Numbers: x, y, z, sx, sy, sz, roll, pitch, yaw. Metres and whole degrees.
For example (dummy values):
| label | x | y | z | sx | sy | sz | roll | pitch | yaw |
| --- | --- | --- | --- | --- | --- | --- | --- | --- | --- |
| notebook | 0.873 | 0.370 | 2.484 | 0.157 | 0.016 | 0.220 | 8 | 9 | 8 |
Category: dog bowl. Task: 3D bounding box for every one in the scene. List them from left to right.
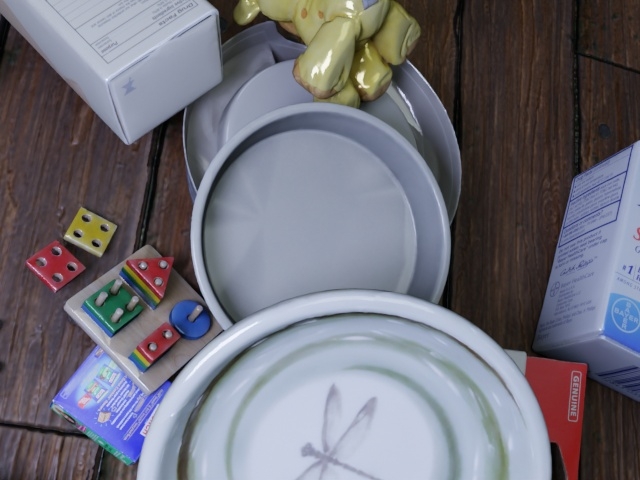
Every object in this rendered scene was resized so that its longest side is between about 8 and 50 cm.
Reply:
| label | x | y | z | sx | sy | sz | roll | pitch | yaw |
| --- | --- | --- | --- | --- | --- | --- | --- | --- | --- |
| dog bowl | -0.005 | -0.095 | 1.045 | 0.348 | 0.102 | 0.349 | 6 | 72 | -19 |

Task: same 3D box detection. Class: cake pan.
| label | x | y | z | sx | sy | sz | roll | pitch | yaw |
| --- | --- | --- | --- | --- | --- | --- | --- | --- | --- |
| cake pan | 0.000 | 0.000 | 0.922 | 0.293 | 0.054 | 0.293 | 2 | 84 | -20 |

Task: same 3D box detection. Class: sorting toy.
| label | x | y | z | sx | sy | sz | roll | pitch | yaw |
| --- | --- | --- | --- | --- | --- | --- | --- | --- | --- |
| sorting toy | -0.188 | 0.069 | 0.927 | 0.274 | 0.046 | 0.132 | 46 | 45 | 3 |

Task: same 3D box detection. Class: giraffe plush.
| label | x | y | z | sx | sy | sz | roll | pitch | yaw |
| --- | --- | --- | --- | --- | --- | --- | --- | --- | --- |
| giraffe plush | -0.005 | -0.260 | 0.965 | 0.170 | 0.210 | 0.181 | 35 | 64 | 25 |

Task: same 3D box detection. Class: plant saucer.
| label | x | y | z | sx | sy | sz | roll | pitch | yaw |
| --- | --- | --- | --- | --- | --- | --- | --- | --- | --- |
| plant saucer | 0.023 | 0.230 | 0.849 | 0.400 | 0.100 | 0.401 | -1 | 104 | -6 |

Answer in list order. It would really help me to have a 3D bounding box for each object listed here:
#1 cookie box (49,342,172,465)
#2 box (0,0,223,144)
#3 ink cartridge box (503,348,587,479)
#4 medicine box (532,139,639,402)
| label | x | y | z | sx | sy | sz | roll | pitch | yaw |
| --- | --- | --- | --- | --- | --- | --- | --- | --- | --- |
| cookie box | -0.216 | 0.171 | 0.911 | 0.107 | 0.040 | 0.092 | 39 | 62 | -5 |
| box | -0.258 | -0.269 | 0.936 | 0.148 | 0.121 | 0.311 | -37 | 70 | -19 |
| ink cartridge box | 0.206 | 0.274 | 0.992 | 0.261 | 0.066 | 0.297 | 9 | 83 | -17 |
| medicine box | 0.461 | 0.061 | 1.144 | 0.263 | 0.149 | 0.289 | 26 | 67 | -11 |
